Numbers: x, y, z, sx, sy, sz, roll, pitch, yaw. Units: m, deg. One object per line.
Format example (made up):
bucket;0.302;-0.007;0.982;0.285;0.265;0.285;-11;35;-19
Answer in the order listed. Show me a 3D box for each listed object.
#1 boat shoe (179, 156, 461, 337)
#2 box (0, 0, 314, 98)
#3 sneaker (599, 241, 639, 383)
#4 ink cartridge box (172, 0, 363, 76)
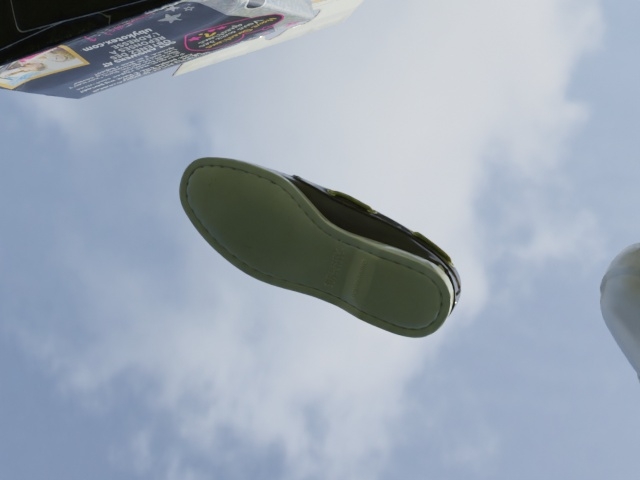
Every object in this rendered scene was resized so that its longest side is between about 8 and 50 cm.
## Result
boat shoe;0.000;0.000;1.195;0.227;0.081;0.068;29;-159;9
box;-0.120;-0.217;0.826;0.163;0.142;0.247;-15;-94;22
sneaker;0.226;0.130;0.765;0.123;0.106;0.290;-38;-98;-25
ink cartridge box;0.012;-0.207;0.990;0.189;0.232;0.066;-25;-98;-47
